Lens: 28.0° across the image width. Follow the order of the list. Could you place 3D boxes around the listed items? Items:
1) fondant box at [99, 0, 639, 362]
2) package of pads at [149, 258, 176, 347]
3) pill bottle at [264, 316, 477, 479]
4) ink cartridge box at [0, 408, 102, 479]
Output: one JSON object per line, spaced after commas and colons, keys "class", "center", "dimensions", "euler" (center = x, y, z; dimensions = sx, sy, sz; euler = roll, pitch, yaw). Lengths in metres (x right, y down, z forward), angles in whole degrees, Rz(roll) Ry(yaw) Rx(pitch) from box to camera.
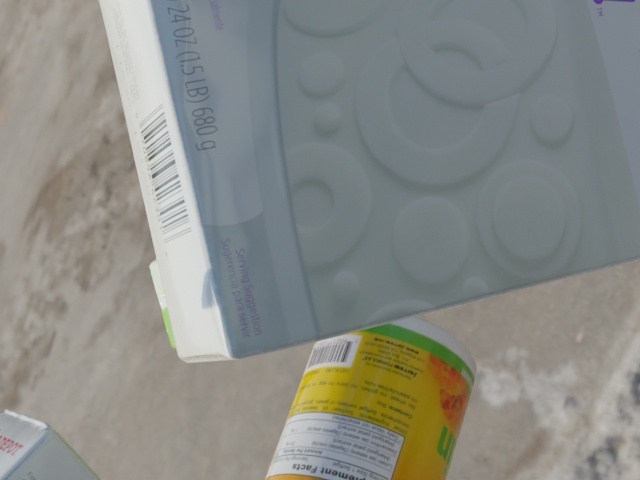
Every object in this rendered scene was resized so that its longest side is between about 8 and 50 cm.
{"class": "fondant box", "center": [0.066, -0.090, 0.662], "dimensions": [0.096, 0.330, 0.238], "euler": [162, 95, -68]}
{"class": "package of pads", "center": [0.000, 0.000, 1.142], "dimensions": [0.296, 0.229, 0.101], "euler": [-31, 76, 61]}
{"class": "pill bottle", "center": [0.029, 0.188, 1.019], "dimensions": [0.136, 0.136, 0.246], "euler": [-27, 37, 55]}
{"class": "ink cartridge box", "center": [-0.341, 0.315, 1.186], "dimensions": [0.307, 0.129, 0.223], "euler": [-46, 16, -20]}
